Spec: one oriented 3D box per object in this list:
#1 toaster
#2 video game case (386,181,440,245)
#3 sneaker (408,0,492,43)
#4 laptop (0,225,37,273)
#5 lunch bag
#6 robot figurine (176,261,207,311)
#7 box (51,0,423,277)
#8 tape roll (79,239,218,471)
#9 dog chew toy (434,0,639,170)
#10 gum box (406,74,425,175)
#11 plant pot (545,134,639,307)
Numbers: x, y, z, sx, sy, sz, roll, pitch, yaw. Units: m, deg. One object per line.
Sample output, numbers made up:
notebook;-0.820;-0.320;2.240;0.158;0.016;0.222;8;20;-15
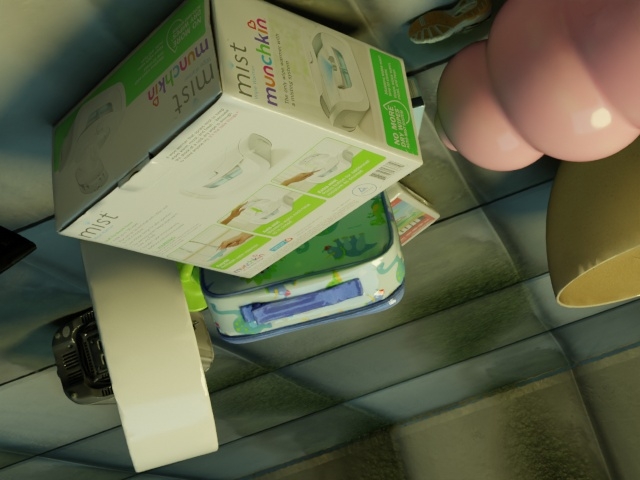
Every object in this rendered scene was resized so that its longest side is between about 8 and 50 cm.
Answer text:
toaster;-0.248;0.149;1.689;0.227;0.129;0.146;-24;164;14
video game case;0.045;0.009;1.542;0.204;0.025;0.285;-38;167;9
sneaker;0.126;-0.205;1.157;0.083;0.032;0.037;-20;161;11
laptop;-0.432;0.060;1.105;0.234;0.264;0.136;-43;148;-45
lunch bag;-0.021;0.020;1.309;0.219;0.176;0.090;-15;126;4
robot figurine;-0.164;0.052;1.572;0.101;0.067;0.115;15;155;-7
box;-0.083;-0.085;1.112;0.231;0.126;0.262;15;145;-38
tape roll;-0.199;0.117;1.398;0.100;0.286;0.286;-14;161;-9
dog chew toy;0.248;-0.168;1.114;0.332;0.206;0.207;-25;160;33
gum box;0.027;-0.107;1.333;0.157;0.041;0.184;-14;160;-5
plant pot;0.415;-0.053;1.586;0.284;0.191;0.284;-14;161;-5
